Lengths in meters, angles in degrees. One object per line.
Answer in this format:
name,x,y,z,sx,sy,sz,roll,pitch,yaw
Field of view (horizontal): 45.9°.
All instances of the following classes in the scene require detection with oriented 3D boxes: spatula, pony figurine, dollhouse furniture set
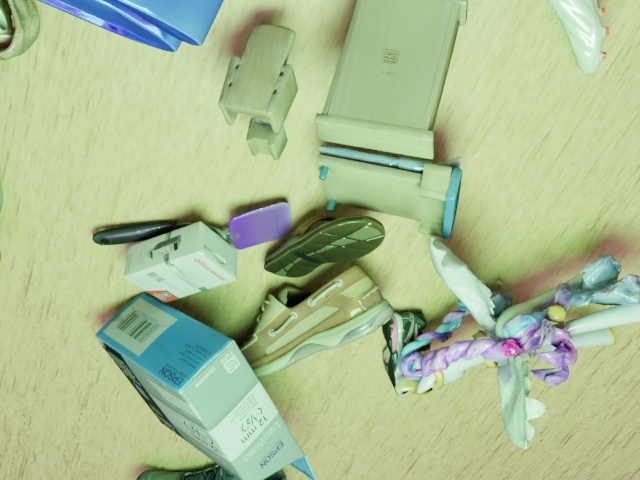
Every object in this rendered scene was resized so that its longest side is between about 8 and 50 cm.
spatula,-0.190,-0.014,1.124,0.296,0.030,0.084,-3,143,1
pony figurine,0.290,0.139,1.116,0.363,0.303,0.351,-18,162,-5
dollhouse furniture set,0.059,-0.163,1.016,0.286,0.198,0.303,12,160,13

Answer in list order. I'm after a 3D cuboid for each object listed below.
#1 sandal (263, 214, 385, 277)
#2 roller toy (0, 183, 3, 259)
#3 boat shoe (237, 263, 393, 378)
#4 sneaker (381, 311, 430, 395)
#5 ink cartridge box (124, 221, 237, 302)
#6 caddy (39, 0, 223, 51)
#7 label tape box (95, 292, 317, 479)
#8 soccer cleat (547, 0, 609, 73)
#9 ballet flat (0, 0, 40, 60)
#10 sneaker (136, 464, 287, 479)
sandal,0.000,0.000,1.118,0.090,0.060,0.219,25,146,-33
roller toy,-0.539,-0.039,1.010,0.191,0.146,0.209,-3,127,-1
boat shoe,-0.039,0.129,1.204,0.324,0.123,0.116,-26,90,25
sneaker,0.151,0.192,1.279,0.077,0.072,0.178,-12,132,-8
ink cartridge box,-0.204,0.034,1.114,0.135,0.056,0.099,-17,145,22
caddy,-0.228,-0.327,0.752,0.341,0.241,0.179,19,91,-27
label tape box,-0.176,0.268,1.198,0.115,0.249,0.348,-43,129,-27
soccer cleat,0.309,-0.299,0.935,0.076,0.068,0.196,-11,119,10
ballet flat,-0.406,-0.341,0.823,0.107,0.106,0.316,-16,125,11
sneaker,-0.200,0.466,1.444,0.299,0.111,0.121,11,115,-19
